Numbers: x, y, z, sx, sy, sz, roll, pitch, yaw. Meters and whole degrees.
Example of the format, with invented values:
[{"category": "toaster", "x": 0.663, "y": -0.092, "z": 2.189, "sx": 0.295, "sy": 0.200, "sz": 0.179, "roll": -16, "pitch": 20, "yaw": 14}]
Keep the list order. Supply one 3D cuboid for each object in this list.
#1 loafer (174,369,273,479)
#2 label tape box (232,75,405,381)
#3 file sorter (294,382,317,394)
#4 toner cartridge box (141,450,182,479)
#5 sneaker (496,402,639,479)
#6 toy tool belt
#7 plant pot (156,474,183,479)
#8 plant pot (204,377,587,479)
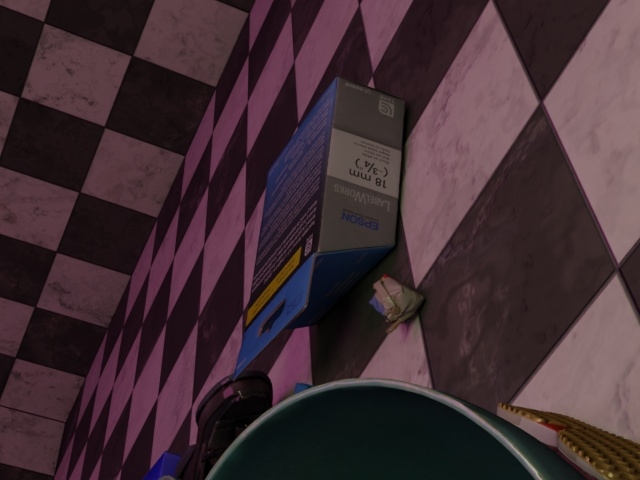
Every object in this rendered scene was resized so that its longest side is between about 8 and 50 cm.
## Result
[{"category": "loafer", "x": -0.125, "y": 0.294, "z": 1.379, "sx": 0.302, "sy": 0.109, "sz": 0.095, "roll": 117, "pitch": 143, "yaw": -44}, {"category": "label tape box", "x": 0.000, "y": 0.000, "z": 1.255, "sx": 0.240, "sy": 0.106, "sz": 0.333, "roll": 131, "pitch": 152, "yaw": -53}, {"category": "file sorter", "x": 0.041, "y": 0.203, "z": 0.888, "sx": 0.170, "sy": 0.118, "sz": 0.104, "roll": -167, "pitch": 93, "yaw": -73}, {"category": "toner cartridge box", "x": -0.265, "y": 0.527, "z": 1.572, "sx": 0.165, "sy": 0.075, "sz": 0.347, "roll": 126, "pitch": 156, "yaw": -48}, {"category": "sneaker", "x": 0.163, "y": 0.164, "z": 0.650, "sx": 0.185, "sy": 0.070, "sz": 0.083, "roll": -165, "pitch": 86, "yaw": -80}, {"category": "toy tool belt", "x": 0.072, "y": 0.067, "z": 1.051, "sx": 0.051, "sy": 0.052, "sz": 0.083, "roll": -62, "pitch": 17, "yaw": 2}, {"category": "plant pot", "x": -0.083, "y": 0.374, "z": 0.873, "sx": 0.293, "sy": 0.196, "sz": 0.293, "roll": -161, "pitch": 90, "yaw": -74}, {"category": "plant pot", "x": 0.076, "y": 0.232, "z": 0.543, "sx": 0.290, "sy": 0.195, "sz": 0.290, "roll": -16, "pitch": 66, "yaw": 40}]
